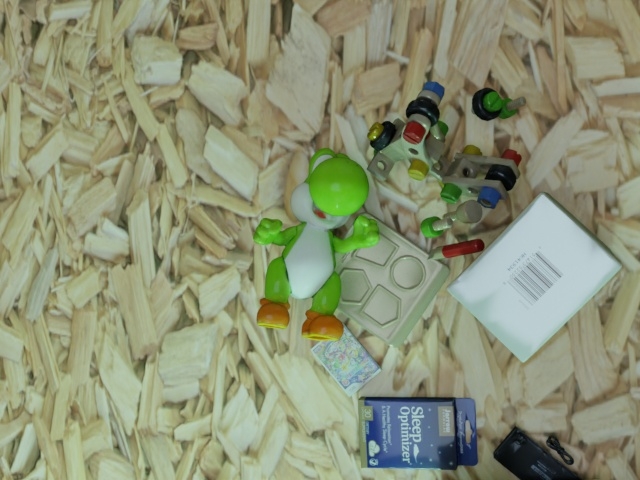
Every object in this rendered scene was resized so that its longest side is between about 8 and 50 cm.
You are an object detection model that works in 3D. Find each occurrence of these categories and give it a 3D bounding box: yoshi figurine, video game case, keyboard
[{"bbox_3d":[-0.002,-0.006,1.710,0.203,0.203,0.362,4,76,34],"label":"yoshi figurine"},{"bbox_3d":[0.050,0.235,1.837,0.087,0.011,0.122,-42,83,12],"label":"video game case"},{"bbox_3d":[0.425,0.421,1.745,0.180,0.023,0.108,38,107,9],"label":"keyboard"}]

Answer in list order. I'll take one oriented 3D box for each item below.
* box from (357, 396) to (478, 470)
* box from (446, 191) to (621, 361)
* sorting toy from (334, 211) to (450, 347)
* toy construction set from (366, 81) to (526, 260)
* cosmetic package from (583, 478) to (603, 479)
[{"bbox_3d":[0.187,0.371,1.797,0.225,0.036,0.136,-3,92,13],"label":"box"},{"bbox_3d":[0.364,0.048,1.574,0.168,0.345,0.215,45,102,9],"label":"box"},{"bbox_3d":[0.116,0.075,1.802,0.208,0.038,0.193,34,100,6],"label":"sorting toy"},{"bbox_3d":[0.203,-0.116,1.697,0.237,0.257,0.309,-17,67,57],"label":"toy construction set"},{"bbox_3d":[0.438,0.536,1.648,0.151,0.184,0.151,-6,105,13],"label":"cosmetic package"}]
